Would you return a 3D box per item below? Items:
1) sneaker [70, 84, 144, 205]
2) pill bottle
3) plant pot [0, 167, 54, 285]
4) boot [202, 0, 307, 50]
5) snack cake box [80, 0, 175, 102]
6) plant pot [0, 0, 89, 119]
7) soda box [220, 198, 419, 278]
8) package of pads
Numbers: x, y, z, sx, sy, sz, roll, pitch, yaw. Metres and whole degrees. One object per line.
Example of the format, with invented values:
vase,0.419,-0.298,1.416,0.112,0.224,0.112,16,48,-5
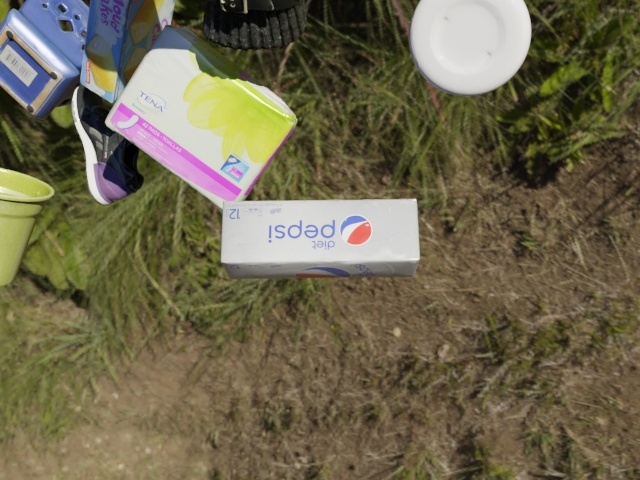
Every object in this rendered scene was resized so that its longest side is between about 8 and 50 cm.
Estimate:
sneaker,-0.460,-0.227,1.628,0.124,0.107,0.283,-19,80,17
pill bottle,0.207,-0.279,0.979,0.146,0.264,0.146,5,109,14
plant pot,-0.830,-0.032,1.813,0.276,0.276,0.254,31,108,46
boot,-0.181,-0.428,1.116,0.260,0.347,0.131,108,177,-66
snack cake box,-0.367,-0.417,1.412,0.089,0.152,0.264,32,129,13
plant pot,-0.667,-0.453,1.775,0.236,0.236,0.212,-33,18,38
soda box,0.000,0.000,1.081,0.286,0.091,0.098,-1,71,1
package of pads,-0.215,-0.228,1.352,0.229,0.296,0.101,-53,6,13
